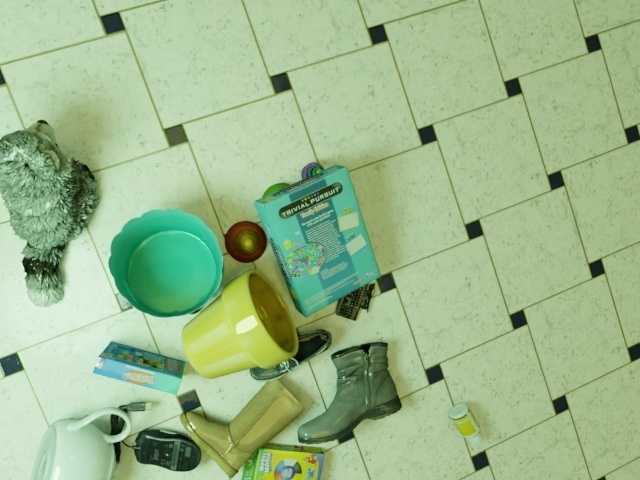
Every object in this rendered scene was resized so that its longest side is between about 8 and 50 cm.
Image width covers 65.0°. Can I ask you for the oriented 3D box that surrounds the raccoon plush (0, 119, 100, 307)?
[{"bbox_3d":[-0.653,-0.051,1.187,0.216,0.299,0.446,-9,94,-12],"label":"raccoon plush"}]

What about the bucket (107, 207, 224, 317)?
[{"bbox_3d":[-0.383,0.066,1.286,0.281,0.183,0.281,2,79,-12],"label":"bucket"}]

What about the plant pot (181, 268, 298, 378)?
[{"bbox_3d":[-0.222,0.239,1.324,0.239,0.254,0.254,-28,98,9],"label":"plant pot"}]

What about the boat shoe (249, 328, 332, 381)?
[{"bbox_3d":[-0.083,0.323,1.421,0.254,0.079,0.095,-19,72,-12],"label":"boat shoe"}]

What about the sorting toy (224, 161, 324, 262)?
[{"bbox_3d":[-0.115,-0.083,1.391,0.127,0.126,0.365,45,83,-10],"label":"sorting toy"}]

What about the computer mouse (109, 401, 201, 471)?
[{"bbox_3d":[-0.449,0.528,1.375,0.262,0.060,0.184,5,95,-1],"label":"computer mouse"}]

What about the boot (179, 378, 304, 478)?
[{"bbox_3d":[-0.219,0.485,1.412,0.269,0.089,0.236,-43,94,-14],"label":"boot"}]

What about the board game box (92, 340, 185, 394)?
[{"bbox_3d":[-0.465,0.330,1.311,0.210,0.160,0.047,19,88,-12],"label":"board game box"}]

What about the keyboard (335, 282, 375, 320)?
[{"bbox_3d":[0.118,0.145,1.494,0.100,0.038,0.192,19,89,-12],"label":"keyboard"}]

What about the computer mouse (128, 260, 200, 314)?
[{"bbox_3d":[-0.434,0.129,1.372,0.242,0.041,0.071,30,86,-11],"label":"computer mouse"}]

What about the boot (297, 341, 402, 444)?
[{"bbox_3d":[0.062,0.432,1.464,0.338,0.118,0.223,-17,92,-22],"label":"boot"}]

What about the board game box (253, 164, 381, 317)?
[{"bbox_3d":[0.000,0.000,1.362,0.254,0.079,0.336,-26,111,-19],"label":"board game box"}]

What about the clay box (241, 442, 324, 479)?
[{"bbox_3d":[-0.109,0.661,1.452,0.222,0.053,0.127,9,89,-13],"label":"clay box"}]

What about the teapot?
[{"bbox_3d":[-0.601,0.572,1.267,0.187,0.256,0.252,19,53,-34],"label":"teapot"}]

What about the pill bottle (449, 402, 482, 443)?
[{"bbox_3d":[0.456,0.572,1.566,0.065,0.065,0.116,-33,98,-9],"label":"pill bottle"}]
